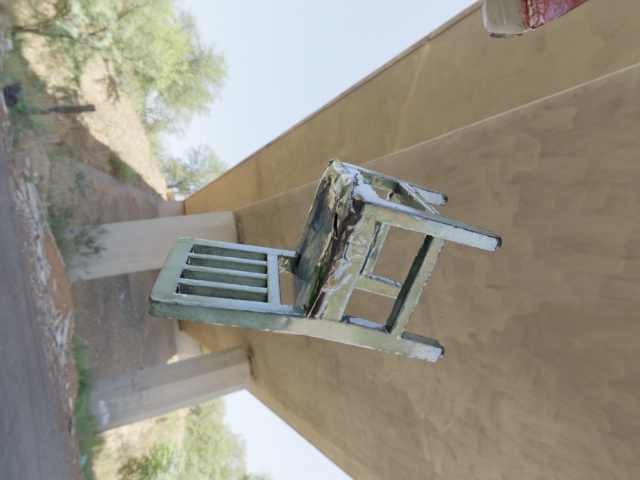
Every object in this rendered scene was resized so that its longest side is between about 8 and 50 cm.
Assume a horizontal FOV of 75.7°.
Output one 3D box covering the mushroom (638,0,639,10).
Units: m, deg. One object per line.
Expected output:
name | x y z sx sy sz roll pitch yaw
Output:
mushroom | 0.462 -0.262 0.327 0.260 0.353 0.351 -28 112 -79

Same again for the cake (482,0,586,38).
cake | 0.437 -0.518 0.763 0.159 0.262 0.158 59 1 -27

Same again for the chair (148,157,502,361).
chair | 0.000 0.000 0.391 0.136 0.271 0.147 -105 -149 -66
